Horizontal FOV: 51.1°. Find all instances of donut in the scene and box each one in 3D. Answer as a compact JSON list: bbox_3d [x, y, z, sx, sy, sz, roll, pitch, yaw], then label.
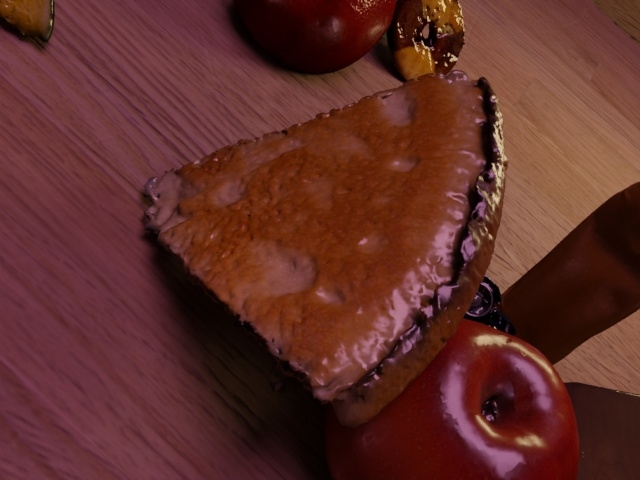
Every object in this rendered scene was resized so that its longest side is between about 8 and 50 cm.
[{"bbox_3d":[0.204,-0.412,1.339,0.073,0.166,0.184,54,-9,54],"label":"donut"}]

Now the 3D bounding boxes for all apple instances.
[{"bbox_3d":[0.134,0.206,0.695,0.260,0.216,0.260,17,48,-20],"label":"apple"}]

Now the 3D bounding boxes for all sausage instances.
[{"bbox_3d":[0.374,0.048,0.910,0.116,0.354,0.134,-5,57,-39],"label":"sausage"}]

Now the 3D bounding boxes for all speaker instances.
[{"bbox_3d":[0.343,0.304,0.770,0.192,0.153,0.231,8,38,13],"label":"speaker"}]

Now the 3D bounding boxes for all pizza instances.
[{"bbox_3d":[0.030,0.002,0.692,0.080,0.435,0.392,65,6,-46],"label":"pizza"}]

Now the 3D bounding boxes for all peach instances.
[{"bbox_3d":[-0.003,-0.433,1.199,0.281,0.281,0.338,43,6,3],"label":"peach"}]

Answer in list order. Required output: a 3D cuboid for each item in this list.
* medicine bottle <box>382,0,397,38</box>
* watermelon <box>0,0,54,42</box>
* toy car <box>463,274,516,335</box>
[{"bbox_3d":[0.088,-0.594,1.410,0.158,0.158,0.318,-11,62,-43],"label":"medicine bottle"},{"bbox_3d":[-0.459,-0.376,0.849,0.301,0.123,0.129,28,64,-12],"label":"watermelon"},{"bbox_3d":[0.122,0.044,0.868,0.118,0.193,0.301,-44,88,-5],"label":"toy car"}]
